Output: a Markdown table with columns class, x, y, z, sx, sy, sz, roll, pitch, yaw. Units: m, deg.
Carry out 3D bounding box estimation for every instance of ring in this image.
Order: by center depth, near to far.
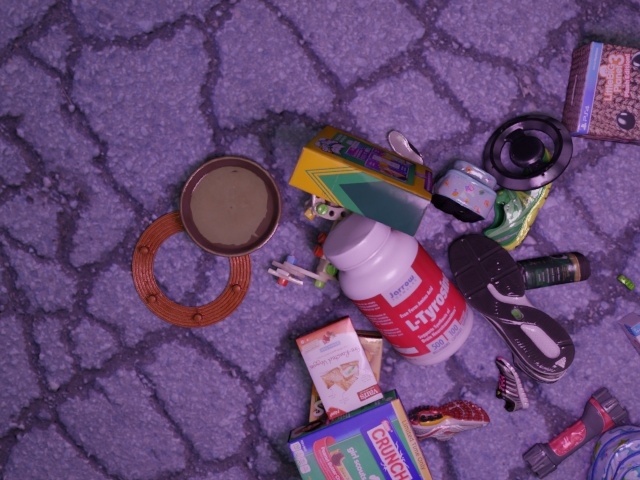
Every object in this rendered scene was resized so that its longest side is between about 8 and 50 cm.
| class | x | y | z | sx | sy | sz | roll | pitch | yaw |
| --- | --- | --- | --- | --- | --- | --- | --- | --- | --- |
| ring | -0.360 | 0.081 | 1.911 | 0.337 | 0.032 | 0.336 | 0 | 95 | 1 |

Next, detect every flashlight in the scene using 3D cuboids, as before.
| class | x | y | z | sx | sy | sz | roll | pitch | yaw |
| --- | --- | --- | --- | --- | --- | --- | --- | --- | --- |
| flashlight | 0.704 | 0.537 | 1.913 | 0.304 | 0.103 | 0.103 | -38 | 68 | 5 |

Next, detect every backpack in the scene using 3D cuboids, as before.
| class | x | y | z | sx | sy | sz | roll | pitch | yaw |
| --- | --- | --- | --- | --- | --- | --- | --- | --- | --- |
| backpack | 0.379 | -0.126 | 1.802 | 0.166 | 0.188 | 0.144 | 31 | 95 | -2 |
| backpack | 0.870 | 0.689 | 1.869 | 0.290 | 0.273 | 0.355 | 4 | 84 | 7 |

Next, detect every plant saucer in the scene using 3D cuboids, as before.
| class | x | y | z | sx | sy | sz | roll | pitch | yaw |
| --- | --- | --- | --- | --- | --- | --- | --- | --- | --- |
| plant saucer | -0.243 | -0.092 | 1.869 | 0.278 | 0.041 | 0.277 | 0 | 88 | -2 |

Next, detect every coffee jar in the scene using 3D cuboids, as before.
| class | x | y | z | sx | sy | sz | roll | pitch | yaw |
| --- | --- | --- | --- | --- | --- | --- | --- | --- | --- |
| coffee jar | 0.633 | 0.082 | 1.867 | 0.185 | 0.096 | 0.079 | -10 | 99 | 2 |

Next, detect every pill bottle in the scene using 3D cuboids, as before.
| class | x | y | z | sx | sy | sz | roll | pitch | yaw |
| --- | --- | --- | --- | --- | --- | --- | --- | --- | --- |
| pill bottle | 0.195 | 0.115 | 1.753 | 0.229 | 0.229 | 0.407 | -40 | 114 | 4 |

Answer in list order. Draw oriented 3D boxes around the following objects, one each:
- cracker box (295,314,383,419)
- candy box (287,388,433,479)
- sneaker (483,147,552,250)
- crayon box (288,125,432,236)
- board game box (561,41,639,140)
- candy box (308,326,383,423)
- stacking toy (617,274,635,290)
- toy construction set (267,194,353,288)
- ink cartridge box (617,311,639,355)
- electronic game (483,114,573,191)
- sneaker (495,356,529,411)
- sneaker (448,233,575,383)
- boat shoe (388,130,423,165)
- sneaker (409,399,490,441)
| class | x | y | z | sx | sy | sz | roll | pitch | yaw |
| --- | --- | --- | --- | --- | --- | --- | --- | --- | --- |
| cracker box | 0.050 | 0.335 | 1.820 | 0.156 | 0.067 | 0.232 | -24 | 91 | 0 |
| candy box | 0.109 | 0.581 | 1.823 | 0.317 | 0.122 | 0.268 | -23 | 94 | 1 |
| sneaker | 0.531 | -0.120 | 1.841 | 0.124 | 0.109 | 0.295 | 23 | 95 | -2 |
| crayon box | 0.114 | -0.159 | 1.701 | 0.313 | 0.363 | 0.106 | 22 | 109 | 3 |
| board game box | 0.807 | -0.375 | 1.795 | 0.291 | 0.141 | 0.231 | 7 | 96 | 0 |
| candy box | 0.067 | 0.408 | 1.910 | 0.183 | 0.087 | 0.316 | 5 | 96 | 0 |
| stacking toy | 0.951 | 0.113 | 1.893 | 0.221 | 0.052 | 0.167 | 40 | 93 | -1 |
| toy construction set | 0.000 | 0.000 | 1.838 | 0.215 | 0.151 | 0.327 | 22 | 105 | -26 |
| ink cartridge box | 0.887 | 0.268 | 1.886 | 0.052 | 0.088 | 0.122 | -35 | 95 | 4 |
| electronic game | 0.543 | -0.232 | 1.803 | 0.229 | 0.048 | 0.229 | -13 | 60 | 24 |
| sneaker | 0.520 | 0.408 | 1.917 | 0.075 | 0.063 | 0.170 | -26 | 100 | -3 |
| sneaker | 0.492 | 0.205 | 1.850 | 0.169 | 0.257 | 0.447 | -29 | 60 | -5 |
| boat shoe | 0.234 | -0.249 | 1.866 | 0.125 | 0.038 | 0.046 | 43 | 114 | -3 |
| sneaker | 0.363 | 0.511 | 1.931 | 0.226 | 0.088 | 0.092 | -4 | 116 | 1 |
